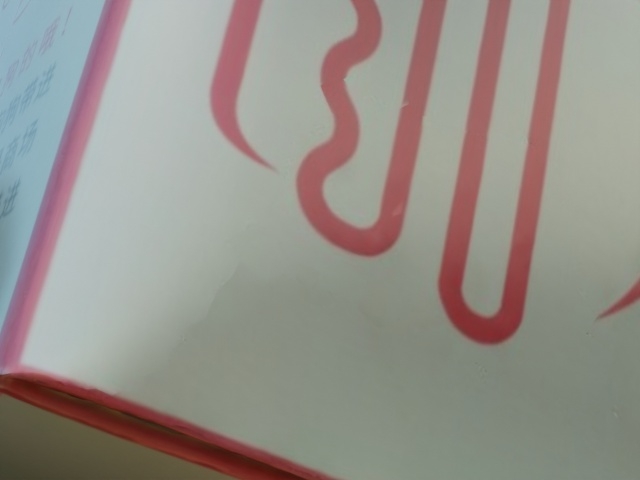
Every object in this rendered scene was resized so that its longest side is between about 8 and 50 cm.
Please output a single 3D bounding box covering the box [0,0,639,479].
[{"bbox_3d":[0.000,0.000,0.571,0.300,0.312,0.314,24,-27,-24],"label":"box"}]
